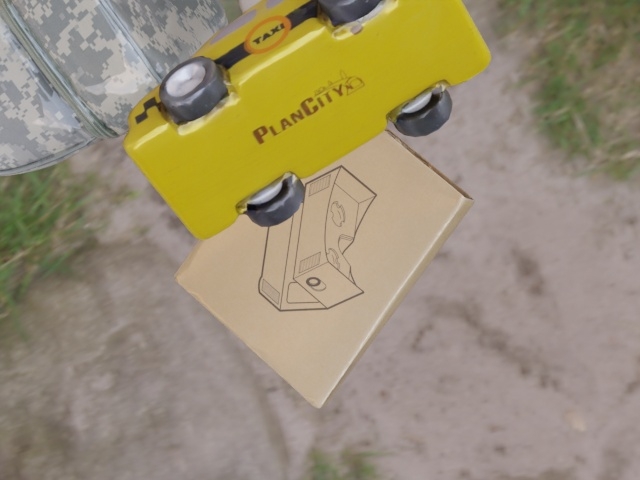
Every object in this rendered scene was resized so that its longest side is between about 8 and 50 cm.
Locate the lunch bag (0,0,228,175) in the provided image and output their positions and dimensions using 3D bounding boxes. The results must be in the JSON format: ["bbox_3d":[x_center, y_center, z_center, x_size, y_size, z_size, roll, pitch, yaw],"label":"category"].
[{"bbox_3d":[-0.273,-0.207,1.868,0.212,0.256,0.305,51,22,-14],"label":"lunch bag"}]

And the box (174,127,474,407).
[{"bbox_3d":[0.000,0.000,1.347,0.164,0.201,0.021,41,14,23],"label":"box"}]

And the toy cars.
[{"bbox_3d":[0.022,-0.173,0.877,0.176,0.394,0.087,8,33,-25],"label":"toy cars"}]
